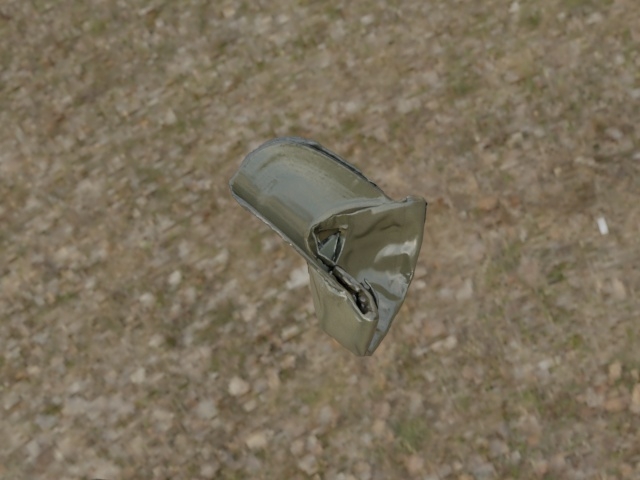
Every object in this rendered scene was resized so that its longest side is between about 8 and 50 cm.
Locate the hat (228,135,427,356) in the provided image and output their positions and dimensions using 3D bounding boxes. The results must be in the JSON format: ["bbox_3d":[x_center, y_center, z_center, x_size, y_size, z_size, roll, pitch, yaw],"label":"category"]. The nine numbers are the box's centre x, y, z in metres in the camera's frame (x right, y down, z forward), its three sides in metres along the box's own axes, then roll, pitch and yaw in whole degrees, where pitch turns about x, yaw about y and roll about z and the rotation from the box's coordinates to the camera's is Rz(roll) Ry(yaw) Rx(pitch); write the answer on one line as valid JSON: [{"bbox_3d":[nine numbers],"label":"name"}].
[{"bbox_3d":[0.000,0.000,0.912,0.085,0.175,0.147,-51,3,46],"label":"hat"}]

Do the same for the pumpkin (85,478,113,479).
[{"bbox_3d":[-0.132,0.264,0.787,0.221,0.220,0.162,12,45,46],"label":"pumpkin"}]
